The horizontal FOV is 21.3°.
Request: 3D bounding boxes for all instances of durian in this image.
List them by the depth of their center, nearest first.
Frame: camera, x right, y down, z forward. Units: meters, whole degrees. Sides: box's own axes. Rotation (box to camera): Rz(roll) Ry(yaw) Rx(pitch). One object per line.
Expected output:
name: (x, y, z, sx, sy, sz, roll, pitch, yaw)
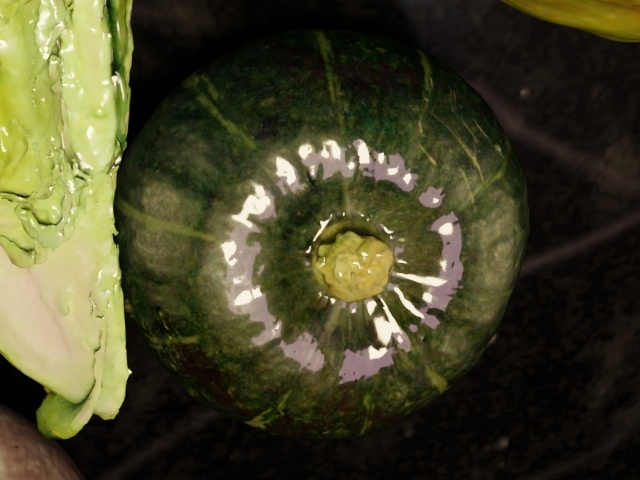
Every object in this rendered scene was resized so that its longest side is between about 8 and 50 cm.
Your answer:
durian: (-0.123, -0.084, 0.581, 0.106, 0.132, 0.375, -15, 118, -23)

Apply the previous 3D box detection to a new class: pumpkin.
pumpkin: (-0.001, -0.001, 0.673, 0.167, 0.125, 0.167, -4, 127, -5)

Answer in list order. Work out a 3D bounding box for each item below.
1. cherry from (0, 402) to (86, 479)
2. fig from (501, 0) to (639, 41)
cherry: (-0.167, 0.136, 0.693, 0.176, 0.140, 0.176, -4, 148, -2)
fig: (0.112, -0.154, 0.617, 0.167, 0.167, 0.233, -44, 161, 10)
